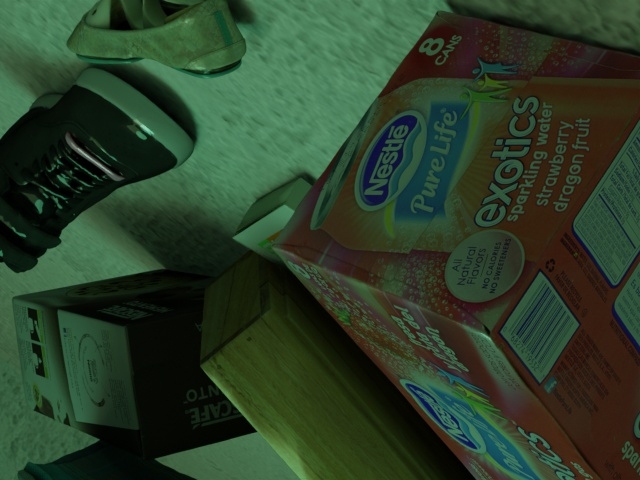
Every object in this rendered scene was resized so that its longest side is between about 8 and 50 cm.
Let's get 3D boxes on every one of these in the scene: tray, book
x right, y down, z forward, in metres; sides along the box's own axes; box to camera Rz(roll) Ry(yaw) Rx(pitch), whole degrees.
[{"bbox_3d":[0.067,0.193,1.381,0.411,0.076,0.203,50,-172,-13],"label":"tray"},{"bbox_3d":[0.000,0.000,1.293,0.096,0.035,0.144,34,164,-9],"label":"book"}]

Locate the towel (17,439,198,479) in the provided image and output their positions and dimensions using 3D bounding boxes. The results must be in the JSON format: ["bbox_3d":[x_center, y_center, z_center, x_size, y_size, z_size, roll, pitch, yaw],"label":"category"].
[{"bbox_3d":[-0.053,0.251,1.472,0.370,0.040,0.271,20,-178,10],"label":"towel"}]

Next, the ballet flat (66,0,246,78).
[{"bbox_3d":[-0.103,-0.135,1.079,0.168,0.057,0.052,13,126,47],"label":"ballet flat"}]

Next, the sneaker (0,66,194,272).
[{"bbox_3d":[-0.199,-0.043,1.362,0.104,0.147,0.296,42,163,-18],"label":"sneaker"}]

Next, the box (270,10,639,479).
[{"bbox_3d":[0.130,0.042,0.895,0.142,0.154,0.300,22,162,42],"label":"box"}]

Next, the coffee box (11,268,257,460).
[{"bbox_3d":[-0.150,0.104,1.613,0.297,0.168,0.119,7,105,63],"label":"coffee box"}]
